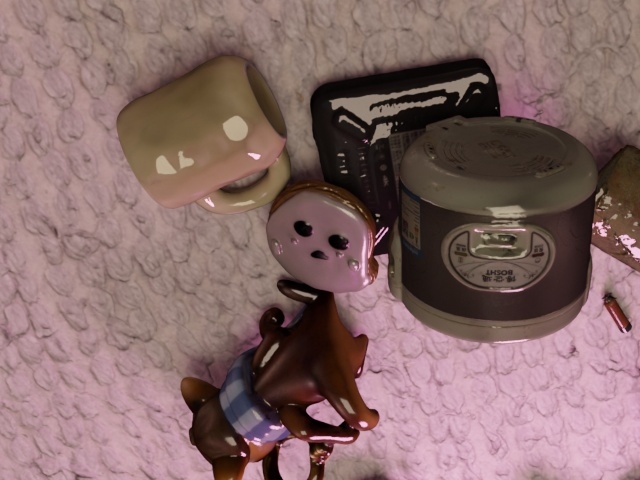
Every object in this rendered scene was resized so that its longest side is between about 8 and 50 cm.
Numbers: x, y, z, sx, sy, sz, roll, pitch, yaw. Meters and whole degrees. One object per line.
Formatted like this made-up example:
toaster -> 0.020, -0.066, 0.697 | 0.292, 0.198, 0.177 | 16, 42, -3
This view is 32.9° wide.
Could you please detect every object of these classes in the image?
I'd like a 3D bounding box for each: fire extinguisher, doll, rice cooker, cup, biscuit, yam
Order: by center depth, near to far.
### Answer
rice cooker -> 0.239, -0.010, 1.515 | 0.288, 0.288, 0.277 | -1, 119, -1
cup -> -0.147, -0.126, 1.581 | 0.202, 0.173, 0.255 | -25, 115, 13
yam -> 0.518, -0.025, 1.658 | 0.304, 0.168, 0.168 | 29, 113, -15
biscuit -> 0.000, 0.000, 1.666 | 0.181, 0.049, 0.208 | 12, 137, 13
doll -> -0.056, 0.260, 1.792 | 0.340, 0.209, 0.318 | -38, 80, 15
fire extinguisher -> 0.495, 0.118, 1.810 | 0.028, 0.022, 0.083 | -10, 124, 45

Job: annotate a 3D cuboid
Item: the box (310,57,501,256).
box -> 0.142, -0.119, 1.648 | 0.289, 0.073, 0.290 | -9, 119, 3
